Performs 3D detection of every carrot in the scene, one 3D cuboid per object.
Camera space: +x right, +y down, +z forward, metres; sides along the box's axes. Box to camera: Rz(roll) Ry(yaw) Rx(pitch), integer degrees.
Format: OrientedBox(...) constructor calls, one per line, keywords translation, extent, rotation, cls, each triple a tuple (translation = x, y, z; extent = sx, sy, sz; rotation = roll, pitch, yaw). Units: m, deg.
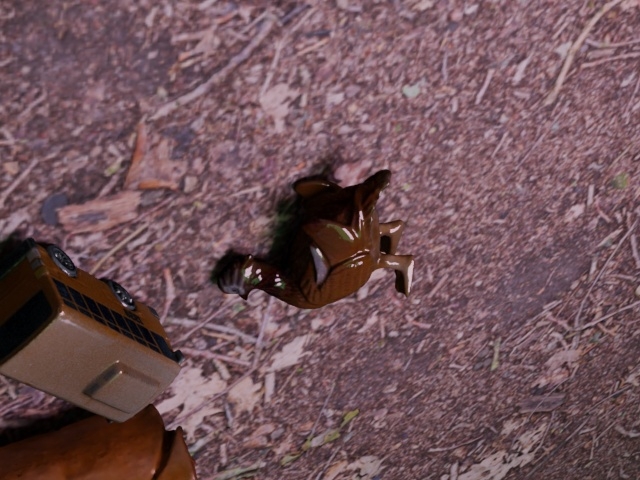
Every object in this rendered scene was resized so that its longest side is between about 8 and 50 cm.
OrientedBox(translation=(-0.255, 0.266, 1.089), extent=(0.254, 0.196, 0.196), rotation=(-12, 137, -29), cls="carrot")

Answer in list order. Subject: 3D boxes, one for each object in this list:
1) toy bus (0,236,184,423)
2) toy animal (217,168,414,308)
OrientedBox(translation=(-0.201, 0.083, 0.997), extent=(0.091, 0.103, 0.182), rotation=(-41, 144, 7), cls="toy bus")
OrientedBox(translation=(0.000, 0.000, 1.096), extent=(0.179, 0.089, 0.188), rotation=(-1, 138, -19), cls="toy animal")
